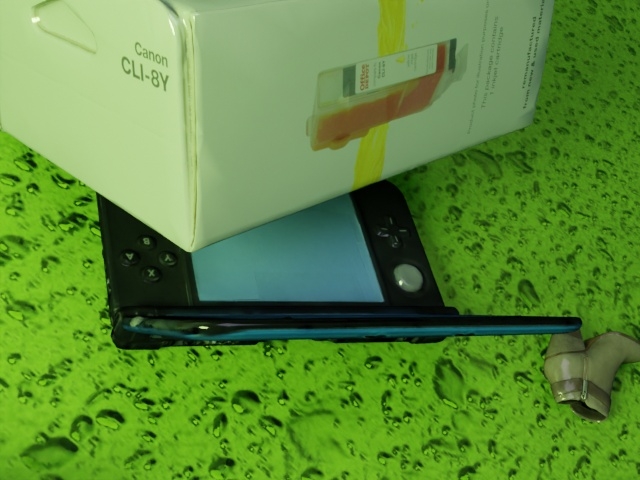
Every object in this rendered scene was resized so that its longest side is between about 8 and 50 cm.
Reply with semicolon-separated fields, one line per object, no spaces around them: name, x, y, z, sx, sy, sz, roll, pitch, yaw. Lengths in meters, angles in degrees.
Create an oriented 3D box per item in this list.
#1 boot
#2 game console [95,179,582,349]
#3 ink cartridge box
boot;0.256;0.125;0.751;0.119;0.042;0.086;17;54;-15
game console;0.000;0.000;0.616;0.293;0.173;0.250;3;53;-27
ink cartridge box;-0.035;-0.161;0.665;0.385;0.160;0.279;-22;37;-39
